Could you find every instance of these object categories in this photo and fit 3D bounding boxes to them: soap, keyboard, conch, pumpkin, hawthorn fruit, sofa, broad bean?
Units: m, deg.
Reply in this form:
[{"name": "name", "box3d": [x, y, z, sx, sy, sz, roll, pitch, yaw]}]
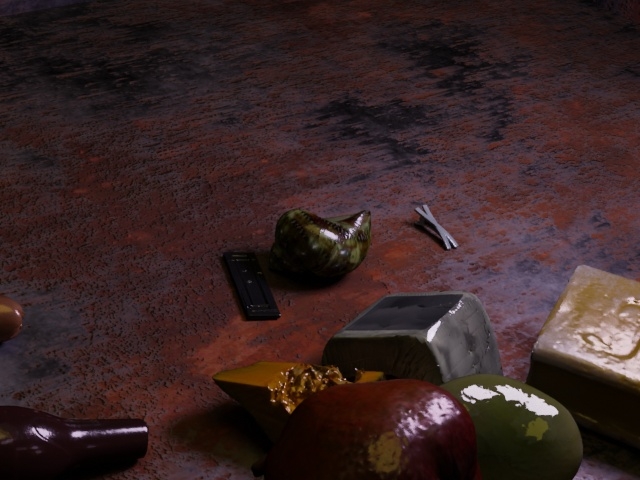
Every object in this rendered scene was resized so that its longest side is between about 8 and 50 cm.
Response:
[{"name": "soap", "box3d": [0.531, 0.203, 2.141, 0.335, 0.156, 0.293, 20, 41, 19]}, {"name": "keyboard", "box3d": [-0.123, 0.078, 2.299, 0.061, 0.013, 0.204, 0, 31, -18]}, {"name": "conch", "box3d": [-0.001, 0.003, 2.364, 0.182, 0.124, 0.187, 3, 6, 5]}, {"name": "pumpkin", "box3d": [-0.028, 0.254, 1.939, 0.248, 0.126, 0.131, 7, 20, 29]}, {"name": "hawthorn fruit", "box3d": [0.074, 0.317, 1.717, 0.295, 0.295, 0.311, -5, 15, -25]}, {"name": "sofa", "box3d": [0.153, 0.196, 2.121, 0.225, 0.176, 0.210, -6, 19, 34]}, {"name": "broad bean", "box3d": [0.260, 0.292, 1.939, 0.263, 0.121, 0.189, 16, 62, -7]}]

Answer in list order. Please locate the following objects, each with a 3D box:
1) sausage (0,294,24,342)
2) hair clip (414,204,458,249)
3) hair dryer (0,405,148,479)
[{"name": "sausage", "box3d": [-0.608, 0.117, 2.017, 0.289, 0.086, 0.086, 2, 31, -12]}, {"name": "hair clip", "box3d": [0.226, -0.019, 2.558, 0.030, 0.039, 0.115, -20, 52, -28]}, {"name": "hair dryer", "box3d": [-0.453, 0.248, 1.860, 0.313, 0.123, 0.340, -2, 20, -40]}]
